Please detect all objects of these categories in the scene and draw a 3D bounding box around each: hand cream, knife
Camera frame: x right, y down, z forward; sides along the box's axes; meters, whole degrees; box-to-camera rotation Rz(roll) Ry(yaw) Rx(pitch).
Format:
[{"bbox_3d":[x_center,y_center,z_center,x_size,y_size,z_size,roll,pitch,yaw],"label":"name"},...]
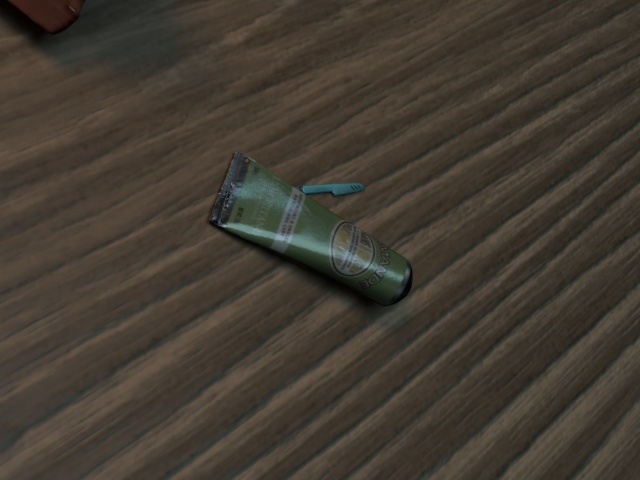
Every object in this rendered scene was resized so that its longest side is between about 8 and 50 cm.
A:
[{"bbox_3d":[0.000,0.000,1.013,0.235,0.055,0.086,31,57,-20],"label":"hand cream"},{"bbox_3d":[0.014,-0.054,1.067,0.091,0.005,0.014,-7,80,-41],"label":"knife"}]

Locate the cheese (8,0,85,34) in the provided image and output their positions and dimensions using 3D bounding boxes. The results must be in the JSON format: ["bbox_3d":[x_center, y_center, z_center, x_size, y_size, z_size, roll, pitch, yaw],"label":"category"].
[{"bbox_3d":[-0.215,-0.275,0.858,0.128,0.203,0.177,38,85,-26],"label":"cheese"}]
